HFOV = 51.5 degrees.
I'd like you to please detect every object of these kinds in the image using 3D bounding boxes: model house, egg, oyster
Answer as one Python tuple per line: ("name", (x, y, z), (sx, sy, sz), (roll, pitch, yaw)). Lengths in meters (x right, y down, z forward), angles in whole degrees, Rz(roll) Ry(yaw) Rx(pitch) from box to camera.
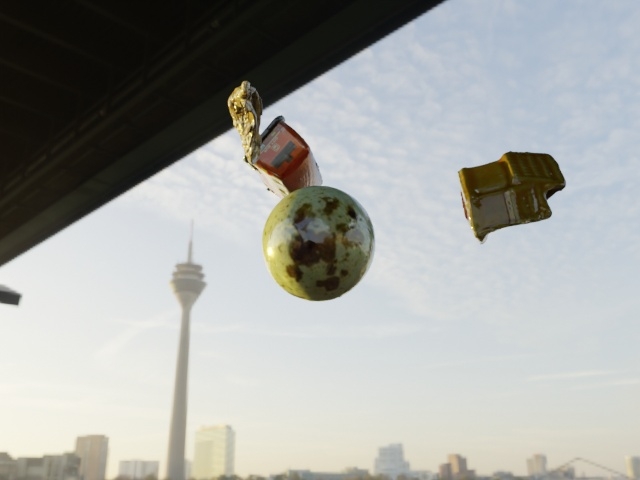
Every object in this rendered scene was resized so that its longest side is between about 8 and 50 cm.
("model house", (0.455, -0.099, 1.556), (0.239, 0.268, 0.173), (-17, -50, 14))
("egg", (0.000, 0.000, 0.998), (0.169, 0.169, 0.231), (-5, 13, 11))
("oyster", (-0.089, -0.134, 0.760), (0.038, 0.083, 0.081), (4, -7, 2))

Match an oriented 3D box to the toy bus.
("toy bus", (-0.070, -0.154, 1.430), (0.120, 0.121, 0.265), (38, -6, 14))
